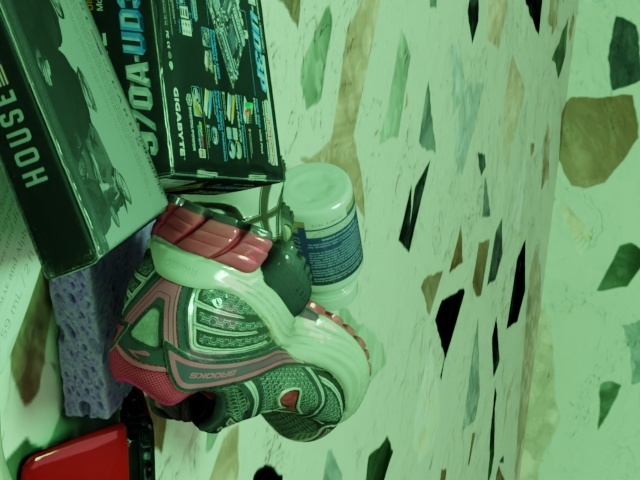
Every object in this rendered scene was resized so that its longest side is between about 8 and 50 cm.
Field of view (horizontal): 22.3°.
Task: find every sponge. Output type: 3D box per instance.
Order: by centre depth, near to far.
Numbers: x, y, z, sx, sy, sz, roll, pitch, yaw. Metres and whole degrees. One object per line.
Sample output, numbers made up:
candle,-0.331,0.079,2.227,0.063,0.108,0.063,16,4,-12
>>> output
sponge,-0.129,-0.010,0.978,0.117,0.031,0.210,-56,147,-59

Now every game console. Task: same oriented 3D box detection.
game console,-0.146,0.171,1.017,0.124,0.085,0.144,-125,-146,-67

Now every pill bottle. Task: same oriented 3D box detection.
pill bottle,0.000,0.000,1.340,0.067,0.067,0.120,-67,156,-43

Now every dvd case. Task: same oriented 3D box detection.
dvd case,-0.125,-0.082,0.740,0.239,0.029,0.179,-88,157,-85

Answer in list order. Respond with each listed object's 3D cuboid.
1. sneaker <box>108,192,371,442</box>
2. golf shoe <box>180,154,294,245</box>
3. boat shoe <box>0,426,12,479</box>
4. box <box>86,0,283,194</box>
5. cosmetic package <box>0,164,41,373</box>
sneaker,-0.057,0.073,1.016,0.112,0.121,0.299,-63,156,-13
golf shoe,-0.063,-0.008,1.118,0.198,0.077,0.094,65,36,-58
boat shoe,-0.194,0.135,0.645,0.340,0.127,0.158,75,19,-51
box,-0.085,-0.139,0.955,0.175,0.051,0.220,-3,86,-72
cosmetic package,-0.193,-0.039,0.668,0.231,0.085,0.117,66,33,-61
